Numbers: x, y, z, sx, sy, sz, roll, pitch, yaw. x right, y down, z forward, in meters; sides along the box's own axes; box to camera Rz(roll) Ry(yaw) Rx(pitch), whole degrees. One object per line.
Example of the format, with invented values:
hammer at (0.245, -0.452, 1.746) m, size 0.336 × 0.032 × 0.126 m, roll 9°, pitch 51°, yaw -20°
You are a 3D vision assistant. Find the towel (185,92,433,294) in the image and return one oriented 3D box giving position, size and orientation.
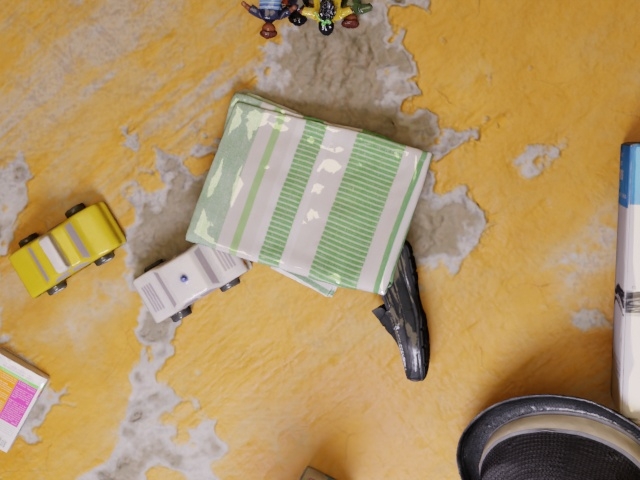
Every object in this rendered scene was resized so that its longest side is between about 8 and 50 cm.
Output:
towel at (-0.017, -0.071, 1.786) m, size 0.324 × 0.038 × 0.248 m, roll 17°, pitch 84°, yaw 10°

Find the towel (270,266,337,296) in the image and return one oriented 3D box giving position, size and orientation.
towel at (0.000, 0.000, 1.832) m, size 0.113 × 0.023 × 0.152 m, roll 27°, pitch 98°, yaw 4°

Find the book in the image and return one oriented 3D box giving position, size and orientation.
book at (-0.517, 0.261, 1.921) m, size 0.096 × 0.035 × 0.144 m, roll 31°, pitch 99°, yaw 1°

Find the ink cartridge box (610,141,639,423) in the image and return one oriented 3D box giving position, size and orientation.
ink cartridge box at (0.572, 0.058, 1.689) m, size 0.285 × 0.166 × 0.395 m, roll 2°, pitch 95°, yaw 8°

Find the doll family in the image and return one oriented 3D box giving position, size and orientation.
doll family at (-0.020, -0.359, 1.780) m, size 0.192 × 0.076 × 0.111 m, roll 4°, pitch 100°, yaw 12°

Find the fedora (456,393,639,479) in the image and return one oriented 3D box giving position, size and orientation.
fedora at (0.337, 0.376, 1.692) m, size 0.334 × 0.152 × 0.334 m, roll 14°, pitch 127°, yaw 19°

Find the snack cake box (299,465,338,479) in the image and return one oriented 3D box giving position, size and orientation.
snack cake box at (-0.034, 0.454, 1.756) m, size 0.089 × 0.264 × 0.152 m, roll 26°, pitch 98°, yaw 5°

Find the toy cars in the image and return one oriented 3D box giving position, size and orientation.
toy cars at (-0.307, 0.038, 1.844) m, size 0.393 × 0.087 × 0.177 m, roll 10°, pitch 97°, yaw 6°

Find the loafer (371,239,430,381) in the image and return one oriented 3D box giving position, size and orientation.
loafer at (0.119, 0.108, 1.804) m, size 0.078 × 0.076 × 0.223 m, roll -11°, pitch 89°, yaw 14°
